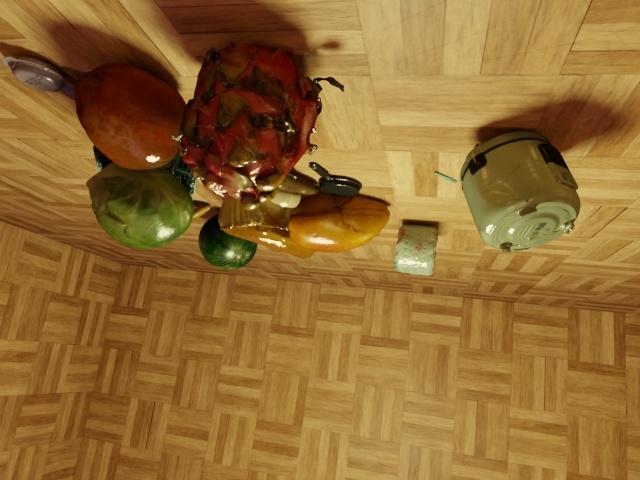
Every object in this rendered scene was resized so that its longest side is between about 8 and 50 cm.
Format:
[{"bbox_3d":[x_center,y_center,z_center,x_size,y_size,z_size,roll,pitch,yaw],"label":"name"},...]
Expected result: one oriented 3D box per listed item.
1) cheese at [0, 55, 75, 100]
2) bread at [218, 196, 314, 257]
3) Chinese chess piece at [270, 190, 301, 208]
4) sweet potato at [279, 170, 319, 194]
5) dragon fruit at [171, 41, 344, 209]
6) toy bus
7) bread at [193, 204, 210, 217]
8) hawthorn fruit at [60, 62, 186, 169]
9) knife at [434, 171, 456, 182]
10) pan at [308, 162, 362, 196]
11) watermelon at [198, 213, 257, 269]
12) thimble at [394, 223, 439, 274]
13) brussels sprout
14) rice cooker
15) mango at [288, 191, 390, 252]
[{"bbox_3d":[-0.593,-0.351,1.081,0.105,0.042,0.191,-1,165,36],"label":"cheese"},{"bbox_3d":[-0.180,-0.048,1.810,0.389,0.183,0.236,13,168,-21],"label":"bread"},{"bbox_3d":[-0.121,-0.146,1.545,0.122,0.051,0.122,19,-162,-7],"label":"Chinese chess piece"},{"bbox_3d":[-0.098,-0.174,1.468,0.077,0.077,0.244,-4,159,41],"label":"sweet potato"},{"bbox_3d":[-0.130,-0.202,0.919,0.269,0.290,0.250,12,161,-21],"label":"dragon fruit"},{"bbox_3d":[-0.441,-0.224,1.293,0.256,0.147,0.128,14,155,-12],"label":"toy bus"},{"bbox_3d":[-0.478,-0.107,1.940,0.110,0.024,0.110,-33,-174,4],"label":"bread"},{"bbox_3d":[-0.409,-0.268,1.021,0.211,0.210,0.262,-5,150,43],"label":"hawthorn fruit"},{"bbox_3d":[0.348,-0.174,1.366,0.091,0.005,0.014,15,163,-31],"label":"knife"},{"bbox_3d":[0.033,-0.176,1.483,0.136,0.028,0.235,-2,163,33],"label":"pan"},{"bbox_3d":[-0.379,0.003,2.020,0.243,0.242,0.242,7,167,2],"label":"watermelon"},{"bbox_3d":[0.361,0.033,1.843,0.150,0.185,0.211,6,-179,14],"label":"thimble"},{"bbox_3d":[-0.429,-0.087,1.182,0.244,0.244,0.244,7,167,2],"label":"brussels sprout"},{"bbox_3d":[0.436,-0.114,1.088,0.226,0.244,0.226,-6,142,-4],"label":"rice cooker"},{"bbox_3d":[0.061,-0.066,1.640,0.350,0.199,0.201,-3,-163,-9],"label":"mango"}]
